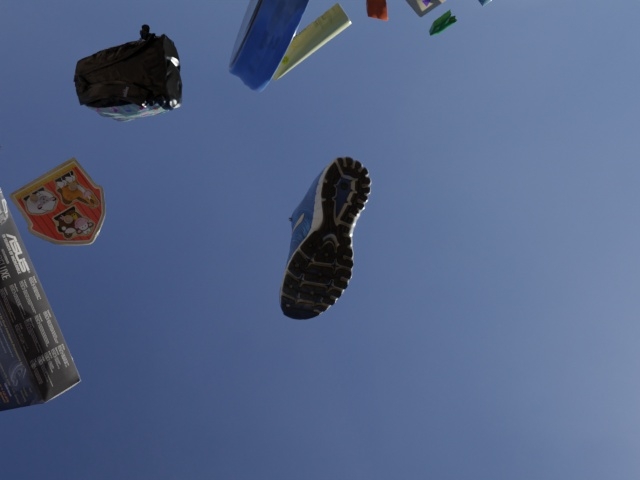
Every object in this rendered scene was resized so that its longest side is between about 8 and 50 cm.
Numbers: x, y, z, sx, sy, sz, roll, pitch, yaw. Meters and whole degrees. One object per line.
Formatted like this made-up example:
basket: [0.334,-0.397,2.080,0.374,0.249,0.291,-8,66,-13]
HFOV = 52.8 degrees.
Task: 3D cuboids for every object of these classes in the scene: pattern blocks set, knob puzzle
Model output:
pattern blocks set: [0.202,-0.524,1.227,0.285,0.325,0.026,-24,-125,20]
knob puzzle: [-0.586,-0.074,1.489,0.213,0.030,0.213,5,-105,-18]

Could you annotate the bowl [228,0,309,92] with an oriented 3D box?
bowl: [-0.080,-0.484,1.251,0.077,0.391,0.391,20,-141,-16]

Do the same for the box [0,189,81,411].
box: [-0.509,0.098,0.935,0.242,0.307,0.076,-16,-172,28]

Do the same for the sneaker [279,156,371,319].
sneaker: [0.000,0.000,1.284,0.130,0.147,0.330,23,-99,-16]

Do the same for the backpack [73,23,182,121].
backpack: [-0.340,-0.278,1.146,0.182,0.115,0.151,-9,-106,13]

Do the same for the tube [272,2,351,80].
tube: [-0.035,-0.498,1.620,0.240,0.062,0.070,-34,-170,15]
